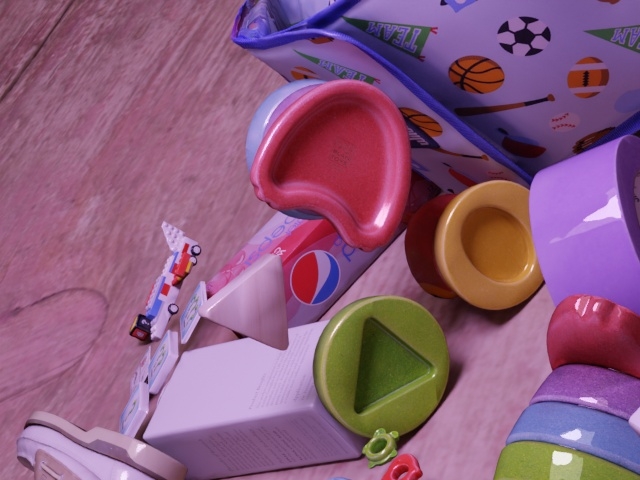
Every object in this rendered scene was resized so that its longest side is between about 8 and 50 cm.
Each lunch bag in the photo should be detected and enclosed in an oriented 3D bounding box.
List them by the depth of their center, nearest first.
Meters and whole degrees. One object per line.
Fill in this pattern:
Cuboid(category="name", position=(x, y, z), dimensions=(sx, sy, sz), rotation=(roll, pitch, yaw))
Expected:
Cuboid(category="lunch bag", position=(0.151, -0.211, 1.609), dimensions=(0.385, 0.328, 0.239), rotation=(-33, 35, 36))

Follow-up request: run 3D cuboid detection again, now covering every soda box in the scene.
Cuboid(category="soda box", position=(0.000, 0.000, 1.812), dimensions=(0.263, 0.083, 0.092), rotation=(-46, 30, -12))

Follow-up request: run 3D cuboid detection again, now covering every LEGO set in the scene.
Cuboid(category="LEGO set", position=(-0.185, 0.094, 1.841), dimensions=(0.182, 0.060, 0.244), rotation=(-60, 13, 14))

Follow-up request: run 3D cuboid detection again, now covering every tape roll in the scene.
Cuboid(category="tape roll", position=(0.251, 0.014, 1.395), dimensions=(0.080, 0.189, 0.189), rotation=(-23, 33, 28))

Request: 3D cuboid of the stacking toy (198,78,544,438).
Cuboid(category="stacking toy", position=(0.028, 0.015, 1.578), dimensions=(0.279, 0.309, 0.130), rotation=(-58, 23, -10))

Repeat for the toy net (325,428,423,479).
Cuboid(category="toy net", position=(0.054, 0.258, 1.438), dimensions=(0.122, 0.045, 0.232), rotation=(-35, 31, 4))

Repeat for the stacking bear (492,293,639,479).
Cuboid(category="stacking bear", position=(0.189, 0.214, 1.231), dimensions=(0.289, 0.175, 0.164), rotation=(-64, 0, -19))

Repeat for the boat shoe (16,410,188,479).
Cuboid(category="boat shoe", position=(-0.245, 0.245, 1.723), dimensions=(0.302, 0.113, 0.103), rotation=(-4, 57, 62))

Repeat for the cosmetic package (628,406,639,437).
Cuboid(category="cosmetic package", position=(0.334, 0.150, 1.116), dimensions=(0.151, 0.183, 0.151), rotation=(-44, 29, -7))

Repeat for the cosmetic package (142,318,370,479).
Cuboid(category="cosmetic package", position=(-0.051, 0.157, 1.655), dimensions=(0.231, 0.085, 0.117), rotation=(-15, 38, 41))
